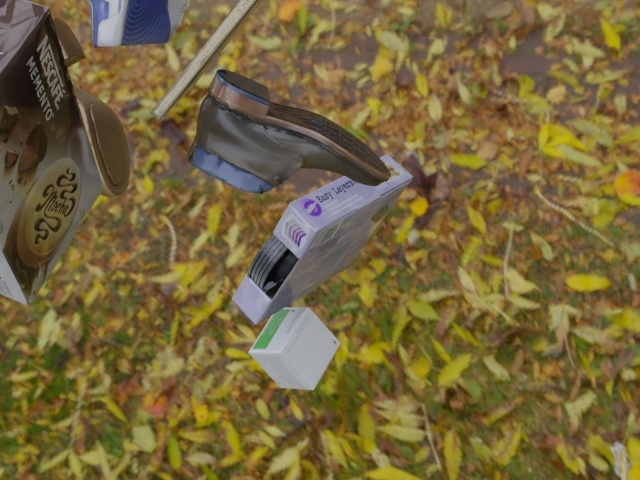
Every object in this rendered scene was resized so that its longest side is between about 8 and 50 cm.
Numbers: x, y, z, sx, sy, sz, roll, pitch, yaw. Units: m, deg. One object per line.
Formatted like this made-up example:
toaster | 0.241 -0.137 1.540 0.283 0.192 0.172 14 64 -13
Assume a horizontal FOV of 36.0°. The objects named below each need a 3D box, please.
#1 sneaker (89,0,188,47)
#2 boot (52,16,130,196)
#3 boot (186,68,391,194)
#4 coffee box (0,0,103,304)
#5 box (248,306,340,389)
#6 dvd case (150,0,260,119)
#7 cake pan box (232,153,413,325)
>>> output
sneaker | -0.253 -0.387 1.151 0.182 0.127 0.316 11 103 27
boot | -0.417 -0.157 1.433 0.220 0.109 0.283 -26 92 16
boot | -0.037 -0.091 1.073 0.106 0.219 0.082 -58 11 21
coffee box | -0.325 -0.089 0.965 0.118 0.297 0.168 20 61 10
box | -0.043 0.179 1.636 0.087 0.102 0.101 -5 44 46
dvd case | -0.100 -0.238 1.102 0.221 0.018 0.164 -47 10 20
cake pan box | 0.000 0.000 1.559 0.070 0.246 0.267 45 44 15
